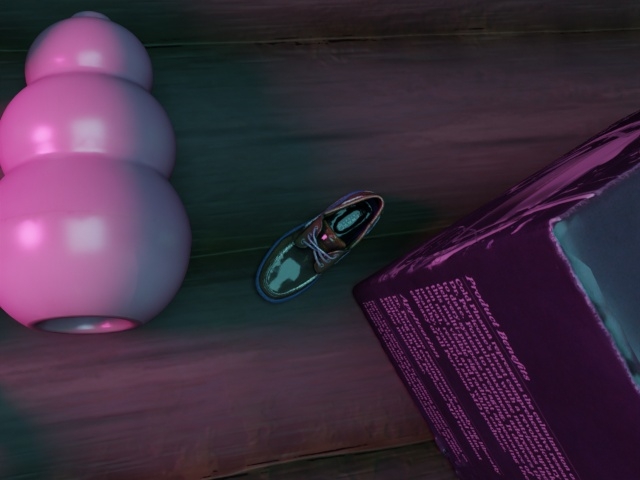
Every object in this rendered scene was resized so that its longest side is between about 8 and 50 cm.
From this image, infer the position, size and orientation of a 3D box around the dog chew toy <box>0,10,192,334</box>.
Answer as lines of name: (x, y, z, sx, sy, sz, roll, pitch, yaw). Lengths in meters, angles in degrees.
dog chew toy: (-0.236, -0.077, 0.850, 0.207, 0.206, 0.331, 0, 75, -15)

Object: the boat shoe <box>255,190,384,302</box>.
boat shoe: (0.000, 0.000, 0.967, 0.183, 0.066, 0.066, -44, 95, -16)

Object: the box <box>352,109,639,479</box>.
box: (0.355, 0.030, 0.851, 0.480, 0.472, 0.297, -31, 92, -18)
